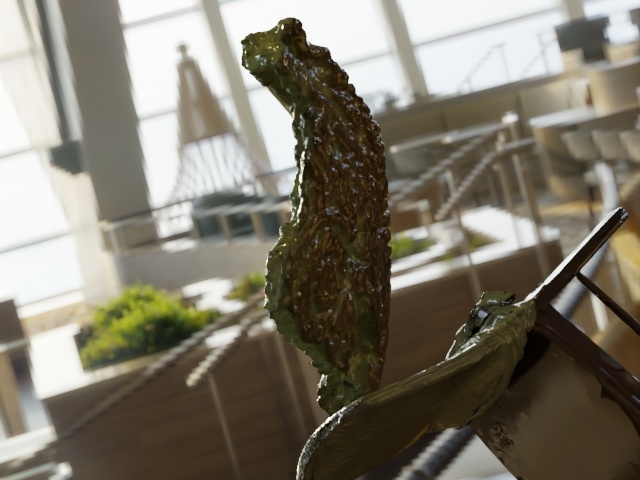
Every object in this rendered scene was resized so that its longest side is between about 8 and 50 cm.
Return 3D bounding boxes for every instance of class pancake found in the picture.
[{"bbox_3d":[-0.004,-0.001,1.098,0.054,0.377,0.197,4,29,26],"label":"pancake"}]

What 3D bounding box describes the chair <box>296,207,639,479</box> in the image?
[{"bbox_3d":[0.156,0.128,1.018,0.319,0.186,0.160,-35,-14,-39],"label":"chair"}]
